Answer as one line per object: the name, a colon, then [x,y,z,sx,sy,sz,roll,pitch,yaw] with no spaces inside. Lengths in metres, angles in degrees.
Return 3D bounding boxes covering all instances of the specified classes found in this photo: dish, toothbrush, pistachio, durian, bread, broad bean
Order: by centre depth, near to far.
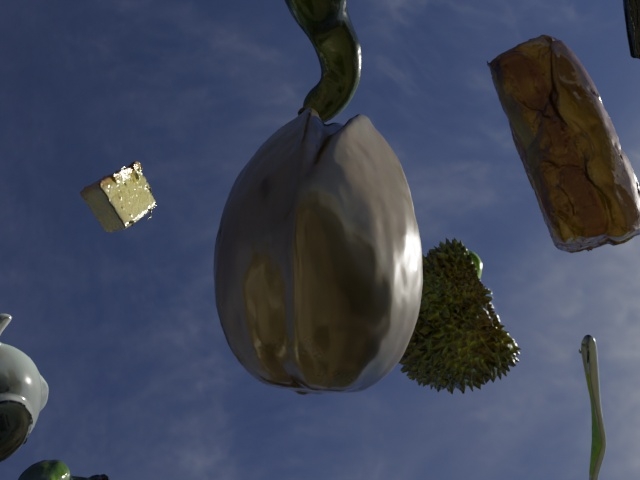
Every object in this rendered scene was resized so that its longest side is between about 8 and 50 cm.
pistachio: [0.000,0.000,0.593,0.137,0.238,0.153,8,-54,-2]
broad bean: [-0.244,0.224,0.804,0.061,0.195,0.046,-17,-103,-2]
broad bean: [-0.001,-0.211,0.817,0.070,0.048,0.214,-15,-64,-19]
toothbrush: [0.331,0.236,1.077,0.026,0.022,0.263,-16,-72,-16]
dish: [-0.444,0.225,1.175,0.224,0.078,0.246,-9,-60,-46]
bread: [-0.269,-0.064,1.262,0.109,0.080,0.084,-35,-76,-35]
durian: [0.184,0.127,1.331,0.176,0.200,0.237,-24,-52,1]
bread: [0.384,-0.149,1.376,0.149,0.195,0.344,-21,-103,11]

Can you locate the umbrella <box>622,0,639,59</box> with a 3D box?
umbrella: [0.433,-0.311,1.222,0.031,0.036,0.133,-43,-54,-40]
